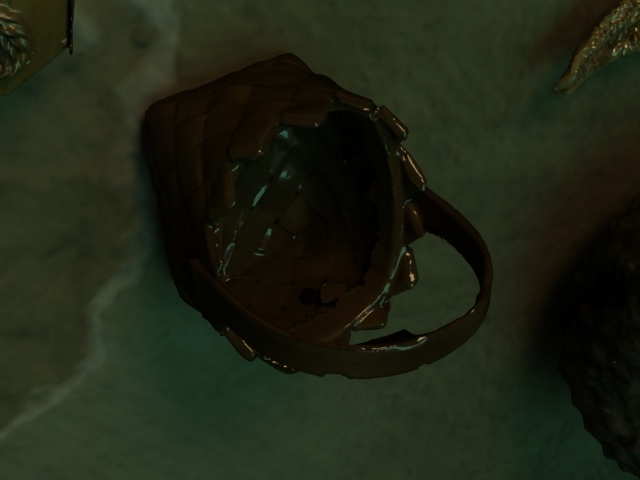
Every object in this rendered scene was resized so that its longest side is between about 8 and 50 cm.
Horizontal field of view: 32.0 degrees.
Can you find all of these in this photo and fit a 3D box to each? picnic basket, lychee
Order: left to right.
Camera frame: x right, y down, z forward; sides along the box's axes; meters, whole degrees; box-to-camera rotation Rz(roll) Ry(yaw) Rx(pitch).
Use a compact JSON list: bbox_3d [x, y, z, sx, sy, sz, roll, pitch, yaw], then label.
[{"bbox_3d":[0.000,0.000,0.523,0.128,0.178,0.138,-22,128,-21],"label":"picnic basket"},{"bbox_3d":[0.289,0.057,0.728,0.274,0.255,0.255,-52,142,-40],"label":"lychee"}]

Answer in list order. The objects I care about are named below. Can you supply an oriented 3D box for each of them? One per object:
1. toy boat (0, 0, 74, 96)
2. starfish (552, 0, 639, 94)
[{"bbox_3d":[-0.129,-0.155,0.424,0.072,0.064,0.206,0,118,-13],"label":"toy boat"},{"bbox_3d":[0.253,-0.196,0.659,0.295,0.048,0.231,-22,128,-22],"label":"starfish"}]
